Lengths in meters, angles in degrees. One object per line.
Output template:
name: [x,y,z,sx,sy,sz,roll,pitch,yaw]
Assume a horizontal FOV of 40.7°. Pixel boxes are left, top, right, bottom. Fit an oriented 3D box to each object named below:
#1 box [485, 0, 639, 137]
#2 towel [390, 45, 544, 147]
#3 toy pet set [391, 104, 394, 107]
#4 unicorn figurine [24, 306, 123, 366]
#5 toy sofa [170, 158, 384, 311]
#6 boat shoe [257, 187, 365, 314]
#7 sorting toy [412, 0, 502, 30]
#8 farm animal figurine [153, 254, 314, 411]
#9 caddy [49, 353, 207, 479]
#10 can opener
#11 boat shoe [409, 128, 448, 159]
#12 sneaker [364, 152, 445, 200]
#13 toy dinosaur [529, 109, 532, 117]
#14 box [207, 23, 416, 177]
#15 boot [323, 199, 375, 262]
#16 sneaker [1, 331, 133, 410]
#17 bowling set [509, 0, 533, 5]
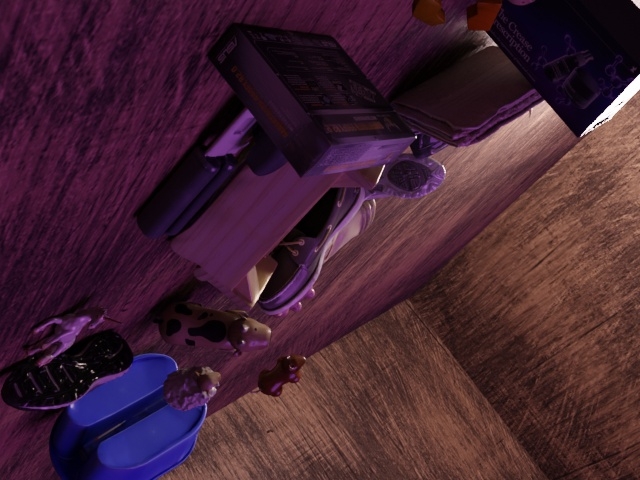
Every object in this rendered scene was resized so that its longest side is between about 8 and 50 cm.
box: [0.404,-0.328,1.385,0.103,0.261,0.184,-29,164,-33]
towel: [0.276,-0.260,1.508,0.282,0.187,0.049,-33,133,-25]
toy pet set: [0.089,-0.193,1.465,0.122,0.065,0.114,-31,166,-26]
unicorn figurine: [-0.407,0.148,1.385,0.111,0.060,0.162,-27,180,-40]
toy sofa: [-0.067,-0.069,1.373,0.362,0.177,0.150,-46,-171,34]
boat shoe: [-0.033,-0.008,1.579,0.305,0.109,0.091,-56,145,-10]
sorting toy: [0.158,-0.343,0.977,0.229,0.041,0.307,2,161,-5]
farm animal figurine: [-0.169,0.149,1.670,0.327,0.330,0.172,-10,172,7]
caddy: [-0.410,0.403,1.862,0.341,0.241,0.179,-26,159,-40]
can opener: [-0.137,-0.084,1.171,0.283,0.095,0.076,-44,165,29]
boat shoe: [0.296,-0.249,1.635,0.306,0.105,0.113,-31,-156,-18]
sneaker: [0.129,-0.125,1.699,0.232,0.090,0.115,-6,-172,9]
toy dinosaur: [0.512,-0.352,2.125,0.093,0.053,0.183,-26,166,27]
box: [-0.002,-0.168,1.035,0.056,0.183,0.231,-44,167,28]
boot: [0.000,0.000,1.868,0.203,0.095,0.262,-37,174,-31]
sneaker: [-0.448,0.246,1.520,0.108,0.100,0.271,-37,169,28]
bowling set: [0.286,-0.366,1.103,0.287,0.199,0.154,-30,168,-11]
